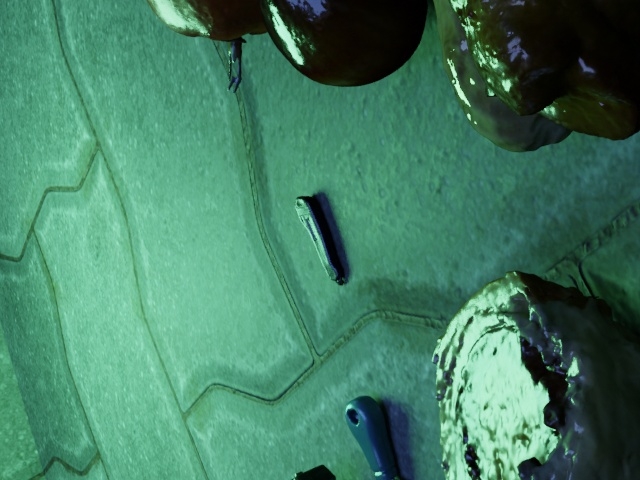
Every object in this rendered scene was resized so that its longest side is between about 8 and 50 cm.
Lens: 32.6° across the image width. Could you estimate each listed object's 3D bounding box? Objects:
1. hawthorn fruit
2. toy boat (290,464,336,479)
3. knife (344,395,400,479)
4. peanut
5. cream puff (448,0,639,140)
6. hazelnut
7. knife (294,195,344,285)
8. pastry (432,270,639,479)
[{"bbox_3d":[-0.103,-0.303,1.201,0.211,0.211,0.299,30,134,51],"label":"hawthorn fruit"},{"bbox_3d":[0.011,0.441,1.416,0.141,0.092,0.319,37,139,46],"label":"toy boat"},{"bbox_3d":[0.091,0.298,1.288,0.058,0.032,0.244,-31,79,49],"label":"knife"},{"bbox_3d":[0.146,-0.216,0.895,0.130,0.130,0.290,-19,85,59],"label":"peanut"},{"bbox_3d":[0.175,-0.208,0.740,0.241,0.269,0.155,51,147,-13],"label":"cream puff"},{"bbox_3d":[0.011,-0.250,1.063,0.178,0.178,0.204,-24,70,59],"label":"hazelnut"},{"bbox_3d":[0.000,0.000,1.323,0.031,0.018,0.121,-34,73,50],"label":"knife"},{"bbox_3d":[0.204,0.159,0.925,0.256,0.170,0.236,107,159,-54],"label":"pastry"}]
